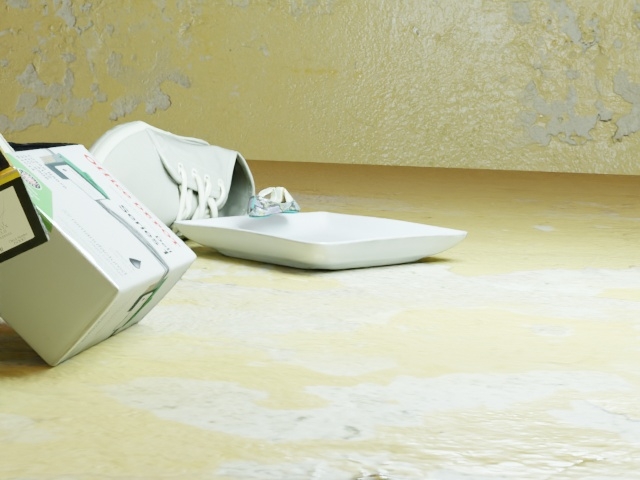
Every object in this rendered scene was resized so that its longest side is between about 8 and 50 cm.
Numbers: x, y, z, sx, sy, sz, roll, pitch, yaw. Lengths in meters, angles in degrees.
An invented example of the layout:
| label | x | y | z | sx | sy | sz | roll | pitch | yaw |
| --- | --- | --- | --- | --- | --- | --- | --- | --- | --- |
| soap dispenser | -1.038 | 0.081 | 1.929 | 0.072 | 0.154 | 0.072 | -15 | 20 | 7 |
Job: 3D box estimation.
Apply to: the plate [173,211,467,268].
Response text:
| label | x | y | z | sx | sy | sz | roll | pitch | yaw |
| --- | --- | --- | --- | --- | --- | --- | --- | --- | --- |
| plate | 0.000 | 0.000 | 1.803 | 0.277 | 0.045 | 0.278 | -4 | 8 | -44 |

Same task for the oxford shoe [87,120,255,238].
| label | x | y | z | sx | sy | sz | roll | pitch | yaw |
| --- | --- | --- | --- | --- | --- | --- | --- | --- | --- |
| oxford shoe | -0.202 | -0.064 | 1.869 | 0.130 | 0.169 | 0.449 | 22 | 11 | 16 |

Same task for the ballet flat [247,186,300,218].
| label | x | y | z | sx | sy | sz | roll | pitch | yaw |
| --- | --- | --- | --- | --- | --- | --- | --- | --- | --- |
| ballet flat | -0.059 | -0.052 | 1.870 | 0.041 | 0.041 | 0.114 | 6 | 7 | 27 |

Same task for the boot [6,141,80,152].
| label | x | y | z | sx | sy | sz | roll | pitch | yaw |
| --- | --- | --- | --- | --- | --- | --- | --- | --- | --- |
| boot | -0.554 | -0.094 | 1.998 | 0.367 | 0.146 | 0.445 | 8 | 9 | 2 |

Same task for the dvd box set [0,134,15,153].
| label | x | y | z | sx | sy | sz | roll | pitch | yaw |
| --- | --- | --- | --- | --- | --- | --- | --- | --- | --- |
| dvd box set | -0.491 | -0.068 | 1.278 | 0.420 | 0.062 | 0.307 | -17 | 55 | -45 |

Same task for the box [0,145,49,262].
| label | x | y | z | sx | sy | sz | roll | pitch | yaw |
| --- | --- | --- | --- | --- | --- | --- | --- | --- | --- |
| box | -0.380 | -0.048 | 1.049 | 0.257 | 0.079 | 0.322 | -29 | 43 | -13 |

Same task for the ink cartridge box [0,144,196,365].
| label | x | y | z | sx | sy | sz | roll | pitch | yaw |
| --- | --- | --- | --- | --- | --- | --- | --- | --- | --- |
| ink cartridge box | -0.216 | 0.004 | 1.201 | 0.160 | 0.092 | 0.219 | 44 | 13 | 3 |
